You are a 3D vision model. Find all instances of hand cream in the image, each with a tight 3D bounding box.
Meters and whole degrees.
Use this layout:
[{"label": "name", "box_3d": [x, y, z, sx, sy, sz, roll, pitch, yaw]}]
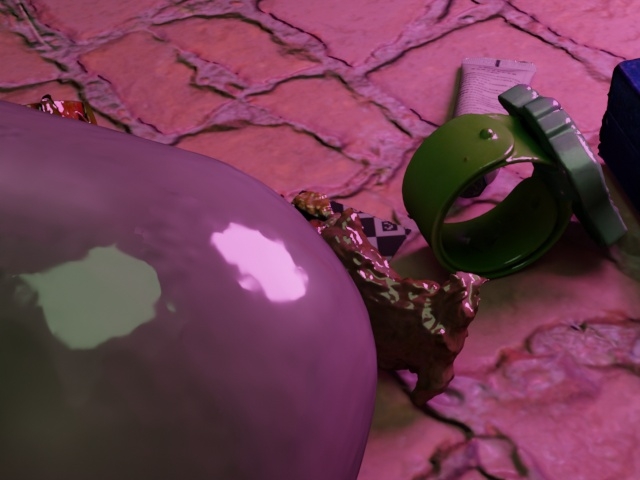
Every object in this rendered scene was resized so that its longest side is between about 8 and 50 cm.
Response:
[{"label": "hand cream", "box_3d": [0.159, -0.121, 1.005, 0.080, 0.050, 0.234, 9, 39, 13]}]

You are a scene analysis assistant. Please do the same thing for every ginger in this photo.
[{"label": "ginger", "box_3d": [-0.016, 0.029, 0.805, 0.290, 0.122, 0.084, 20, 18, 27]}]

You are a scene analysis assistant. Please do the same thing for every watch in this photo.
[{"label": "watch", "box_3d": [0.157, -0.028, 0.850, 0.152, 0.165, 0.131, -33, 47, 4]}]

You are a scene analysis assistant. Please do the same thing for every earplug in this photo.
[{"label": "earplug", "box_3d": [-0.170, 0.079, 0.602, 0.394, 0.313, 0.313, 15, 45, 16]}]

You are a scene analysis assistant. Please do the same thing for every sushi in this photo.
[{"label": "sushi", "box_3d": [0.000, 0.000, 0.889, 0.120, 0.026, 0.126, 21, 48, 24]}]

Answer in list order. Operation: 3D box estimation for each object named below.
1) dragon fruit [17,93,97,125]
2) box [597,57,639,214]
[{"label": "dragon fruit", "box_3d": [-0.269, -0.073, 0.929, 0.138, 0.142, 0.175, -27, 54, 33]}, {"label": "box", "box_3d": [0.411, -0.050, 0.856, 0.261, 0.116, 0.279, -9, 42, -8]}]
